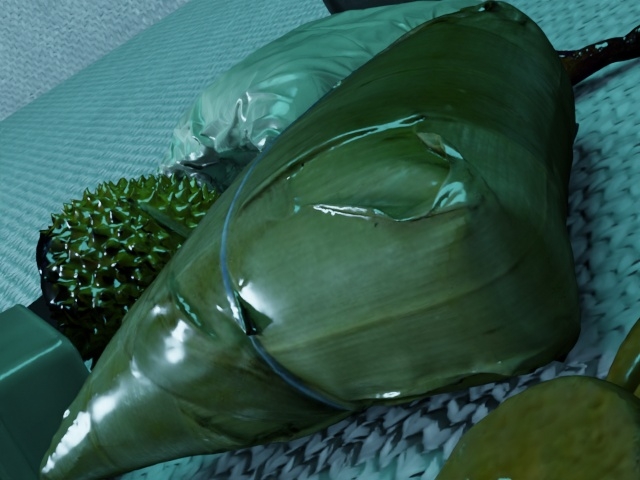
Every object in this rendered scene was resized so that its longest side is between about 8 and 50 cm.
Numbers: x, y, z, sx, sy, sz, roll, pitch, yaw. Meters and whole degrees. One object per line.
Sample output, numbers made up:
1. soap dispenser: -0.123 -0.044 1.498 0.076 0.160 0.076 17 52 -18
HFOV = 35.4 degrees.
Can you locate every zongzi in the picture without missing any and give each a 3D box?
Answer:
1. zongzi: 0.000 0.000 0.710 0.393 0.174 0.356 -30 18 31

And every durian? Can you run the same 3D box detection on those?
1. durian: -0.190 0.026 0.895 0.237 0.138 0.193 -28 65 33

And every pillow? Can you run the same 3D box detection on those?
1. pillow: 0.002 -0.141 0.984 0.310 0.138 0.283 -36 16 -29

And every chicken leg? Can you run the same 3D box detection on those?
1. chicken leg: 0.186 -0.140 0.870 0.093 0.053 0.205 -34 21 -36

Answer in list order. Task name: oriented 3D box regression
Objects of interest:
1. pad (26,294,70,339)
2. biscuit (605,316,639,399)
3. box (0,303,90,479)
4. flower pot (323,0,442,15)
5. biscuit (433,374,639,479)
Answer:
1. pad: -0.257 0.062 1.159 0.202 0.005 0.300 -40 22 -8
2. biscuit: 0.251 0.065 0.343 0.314 0.063 0.367 -30 22 18
3. box: -0.253 0.142 0.816 0.129 0.148 0.210 -32 19 -22
4. flower pot: 0.118 -0.373 1.253 0.148 0.235 0.235 16 53 39
5. biscuit: -0.022 0.238 0.334 0.394 0.076 0.368 -32 23 33
